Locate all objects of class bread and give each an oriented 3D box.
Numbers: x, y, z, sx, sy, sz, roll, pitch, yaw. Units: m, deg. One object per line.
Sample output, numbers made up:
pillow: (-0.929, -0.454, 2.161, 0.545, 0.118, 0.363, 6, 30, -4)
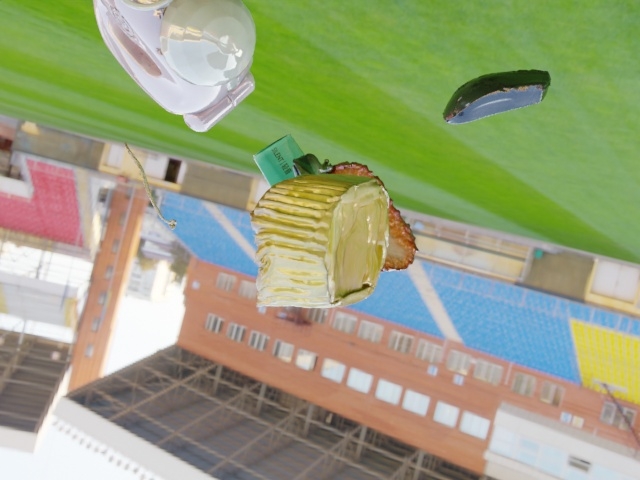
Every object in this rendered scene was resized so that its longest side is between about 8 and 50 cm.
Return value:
bread: (0.000, 0.000, 0.932, 0.133, 0.179, 0.250, 13, -165, 21)

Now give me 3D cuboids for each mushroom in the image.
mushroom: (-0.472, -0.149, 1.930, 0.028, 0.026, 0.286, -21, -106, -51)

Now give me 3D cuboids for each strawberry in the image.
strawberry: (0.036, -0.039, 1.239, 0.286, 0.188, 0.106, 39, 158, -20)

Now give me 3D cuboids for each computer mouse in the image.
computer mouse: (0.343, -0.293, 1.392, 0.217, 0.073, 0.122, -13, -156, 15)

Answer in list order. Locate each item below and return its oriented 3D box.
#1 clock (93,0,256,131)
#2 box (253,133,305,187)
clock: (-0.246, -0.359, 1.139, 0.342, 0.184, 0.326, 42, 167, 2)
box: (-0.026, -0.091, 1.708, 0.311, 0.118, 0.205, 58, -179, 43)
